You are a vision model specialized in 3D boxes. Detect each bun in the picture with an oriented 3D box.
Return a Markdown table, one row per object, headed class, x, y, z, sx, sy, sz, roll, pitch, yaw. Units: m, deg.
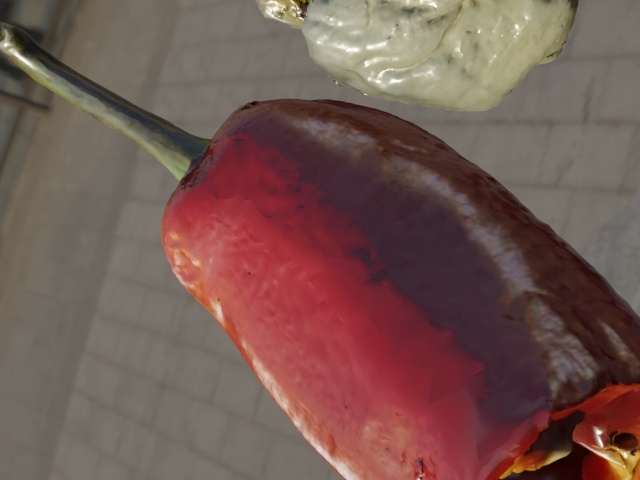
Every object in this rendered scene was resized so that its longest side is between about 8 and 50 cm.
| class | x | y | z | sx | sy | sz | roll | pitch | yaw |
| --- | --- | --- | --- | --- | --- | --- | --- | --- | --- |
| bun | 0.090 | -0.230 | 1.176 | 0.281 | 0.281 | 0.205 | -120 | 40 | -54 |

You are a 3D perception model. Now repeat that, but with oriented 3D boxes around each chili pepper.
| class | x | y | z | sx | sy | sz | roll | pitch | yaw |
| --- | --- | --- | --- | --- | --- | --- | --- | --- | --- |
| chili pepper | 0.002 | 0.002 | 0.656 | 0.338 | 0.131 | 0.134 | 42 | 153 | 34 |
